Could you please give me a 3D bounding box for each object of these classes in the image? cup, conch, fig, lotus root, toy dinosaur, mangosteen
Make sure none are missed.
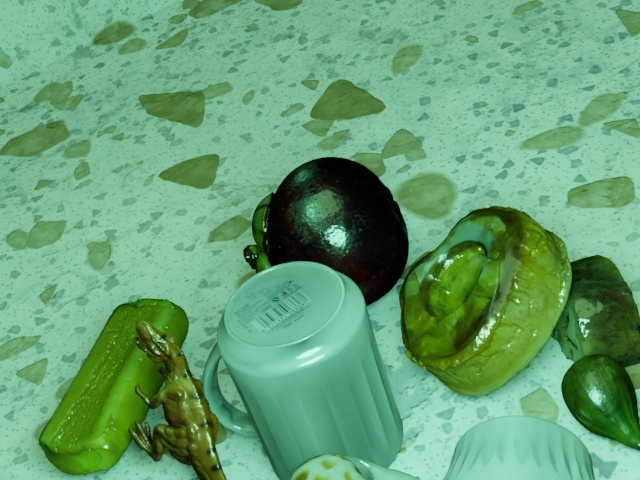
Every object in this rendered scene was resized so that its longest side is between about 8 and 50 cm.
[{"bbox_3d":[-0.052,0.216,1.936,0.322,0.327,0.237,-2,41,23],"label":"cup"},{"bbox_3d":[0.036,0.405,1.815,0.275,0.183,0.149,21,98,36],"label":"conch"},{"bbox_3d":[0.447,0.264,1.870,0.117,0.117,0.177,-21,60,-4],"label":"fig"},{"bbox_3d":[0.451,0.113,2.029,0.119,0.138,0.235,-14,32,-10],"label":"lotus root"},{"bbox_3d":[-0.210,0.335,1.980,0.097,0.432,0.208,-26,-6,-41],"label":"toy dinosaur"},{"bbox_3d":[0.259,0.434,1.608,0.253,0.253,0.371,-5,39,16],"label":"cup"},{"bbox_3d":[0.014,-0.002,2.209,0.300,0.300,0.300,-11,39,9],"label":"mangosteen"}]

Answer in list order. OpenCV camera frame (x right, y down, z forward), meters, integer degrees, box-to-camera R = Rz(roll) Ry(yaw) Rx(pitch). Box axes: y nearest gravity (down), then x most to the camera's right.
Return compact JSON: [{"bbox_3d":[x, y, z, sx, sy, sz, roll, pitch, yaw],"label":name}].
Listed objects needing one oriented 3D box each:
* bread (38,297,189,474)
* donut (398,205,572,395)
[{"bbox_3d":[-0.362,0.264,2.175,0.166,0.112,0.383,0,43,25],"label":"bread"},{"bbox_3d":[0.260,0.090,2.025,0.330,0.160,0.330,-40,29,28],"label":"donut"}]
